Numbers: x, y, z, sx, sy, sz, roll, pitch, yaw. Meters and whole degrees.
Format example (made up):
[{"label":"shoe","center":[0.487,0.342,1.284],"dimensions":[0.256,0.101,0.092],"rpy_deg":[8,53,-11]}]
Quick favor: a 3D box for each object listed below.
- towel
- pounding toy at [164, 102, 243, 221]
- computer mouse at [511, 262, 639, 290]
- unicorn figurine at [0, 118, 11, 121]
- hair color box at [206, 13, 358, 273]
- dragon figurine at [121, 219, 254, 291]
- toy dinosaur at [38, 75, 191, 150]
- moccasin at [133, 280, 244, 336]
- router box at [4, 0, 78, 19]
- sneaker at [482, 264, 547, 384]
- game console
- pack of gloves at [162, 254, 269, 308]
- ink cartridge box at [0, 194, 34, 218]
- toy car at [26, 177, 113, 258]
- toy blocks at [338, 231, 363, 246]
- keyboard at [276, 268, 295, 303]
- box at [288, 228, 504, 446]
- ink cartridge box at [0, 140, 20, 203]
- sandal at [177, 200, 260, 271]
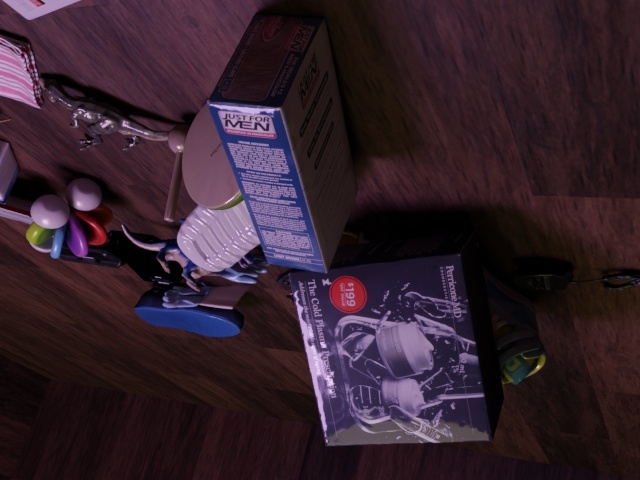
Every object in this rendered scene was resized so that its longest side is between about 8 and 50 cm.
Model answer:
[{"label":"towel","center":[-0.541,-0.287,1.336],"dimensions":[0.144,0.029,0.197],"rpy_deg":[18,157,-5]},{"label":"pounding toy","center":[-0.139,-0.125,1.293],"dimensions":[0.237,0.182,0.110],"rpy_deg":[-14,162,42]},{"label":"computer mouse","center":[0.475,0.062,1.490],"dimensions":[0.242,0.041,0.071],"rpy_deg":[0,152,18]},{"label":"unicorn figurine","center":[-0.635,-0.240,1.439],"dimensions":[0.111,0.060,0.162],"rpy_deg":[46,180,-7]},{"label":"hair color box","center":[-0.039,-0.125,1.139],"dimensions":[0.105,0.173,0.347],"rpy_deg":[9,145,18]},{"label":"dragon figurine","center":[-0.284,0.012,1.774],"dimensions":[0.289,0.144,0.085],"rpy_deg":[30,162,16]},{"label":"toy dinosaur","center":[-0.357,-0.197,1.389],"dimensions":[0.268,0.064,0.118],"rpy_deg":[17,150,-11]},{"label":"moccasin","center":[-0.343,0.164,2.128],"dimensions":[0.342,0.116,0.137],"rpy_deg":[9,144,27]},{"label":"router box","center":[-0.351,-0.406,0.880],"dimensions":[0.301,0.082,0.335],"rpy_deg":[-4,150,37]},{"label":"sneaker","center":[0.319,0.162,1.559],"dimensions":[0.319,0.208,0.127],"rpy_deg":[23,125,-26]},{"label":"game console","center":[-0.526,0.033,2.032],"dimensions":[0.362,0.043,0.213],"rpy_deg":[6,154,19]},{"label":"pack of gloves","center":[-0.229,0.104,1.816],"dimensions":[0.232,0.195,0.046],"rpy_deg":[-1,124,33]},{"label":"ink cartridge box","center":[-0.685,-0.081,1.791],"dimensions":[0.189,0.066,0.232],"rpy_deg":[16,168,1]},{"label":"toy car","center":[-0.517,-0.030,1.689],"dimensions":[0.136,0.182,0.159],"rpy_deg":[49,143,8]},{"label":"toy blocks","center":[0.000,0.000,1.612],"dimensions":[0.148,0.054,0.123],"rpy_deg":[18,156,-5]},{"label":"keyboard","center":[0.037,0.151,1.960],"dimensions":[0.317,0.033,0.201],"rpy_deg":[25,155,-19]},{"label":"box","center":[0.145,0.177,1.470],"dimensions":[0.313,0.343,0.179],"rpy_deg":[-8,-168,20]},{"label":"ink cartridge box","center":[-0.684,-0.151,1.650],"dimensions":[0.092,0.089,0.143],"rpy_deg":[17,157,-4]},{"label":"sandal","center":[-0.111,-0.081,1.442],"dimensions":[0.416,0.102,0.169],"rpy_deg":[-28,115,36]}]
